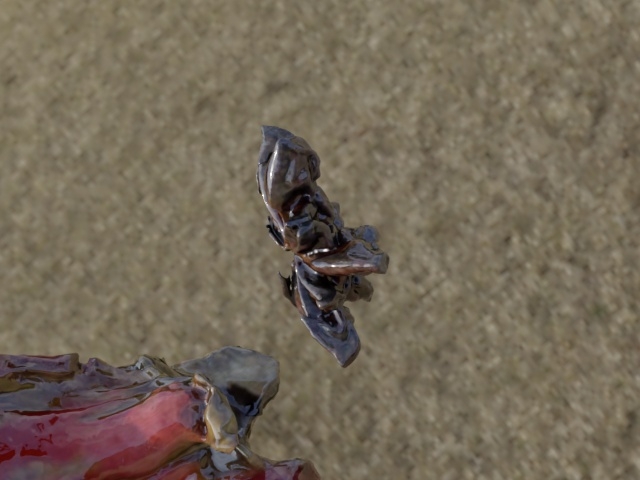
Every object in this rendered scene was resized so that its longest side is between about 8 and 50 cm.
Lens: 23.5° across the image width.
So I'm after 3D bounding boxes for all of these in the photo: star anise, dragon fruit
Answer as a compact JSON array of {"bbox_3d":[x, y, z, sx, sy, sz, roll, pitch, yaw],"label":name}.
[{"bbox_3d":[-0.001,-0.001,1.697,0.129,0.212,0.283,-26,76,0],"label":"star anise"},{"bbox_3d":[-0.090,0.132,0.599,0.211,0.262,0.134,-47,43,9],"label":"dragon fruit"}]
